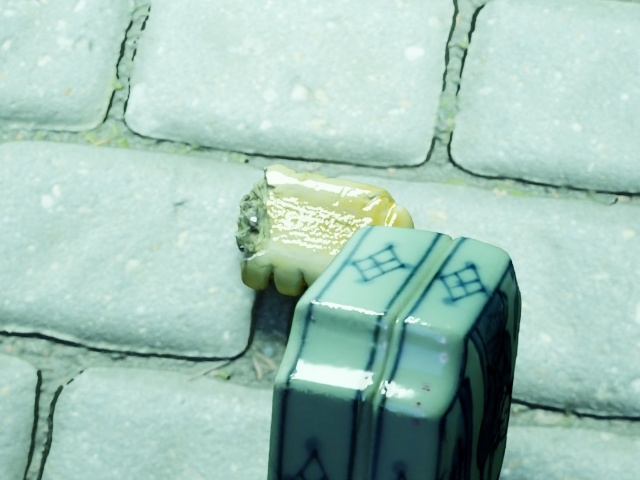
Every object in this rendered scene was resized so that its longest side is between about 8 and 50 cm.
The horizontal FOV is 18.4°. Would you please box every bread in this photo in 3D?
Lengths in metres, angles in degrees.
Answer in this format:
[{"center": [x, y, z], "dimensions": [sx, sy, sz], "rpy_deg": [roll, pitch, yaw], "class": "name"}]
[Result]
[{"center": [0.000, 0.000, 1.838], "dimensions": [0.177, 0.084, 0.119], "rpy_deg": [13, 71, 11], "class": "bread"}]

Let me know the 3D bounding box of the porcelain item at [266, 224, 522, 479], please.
[{"center": [0.067, 0.150, 1.638], "dimensions": [0.157, 0.286, 0.281], "rpy_deg": [12, 114, 15], "class": "porcelain item"}]
